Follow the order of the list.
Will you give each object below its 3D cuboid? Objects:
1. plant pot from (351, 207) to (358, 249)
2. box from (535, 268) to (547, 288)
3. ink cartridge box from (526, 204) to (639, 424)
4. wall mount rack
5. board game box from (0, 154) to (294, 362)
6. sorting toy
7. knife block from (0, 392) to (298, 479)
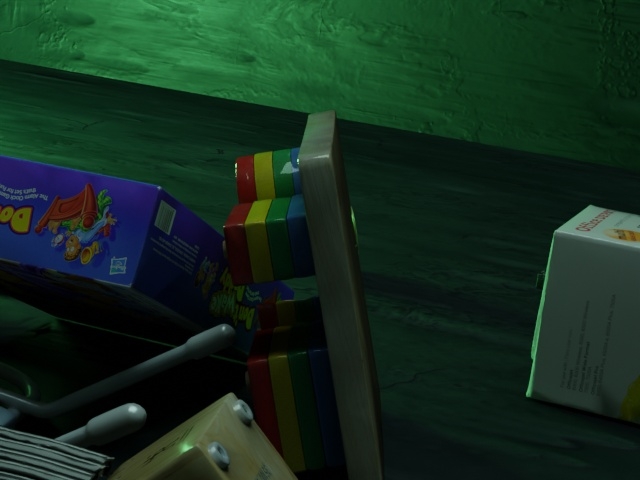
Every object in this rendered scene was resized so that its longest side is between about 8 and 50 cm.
[{"bbox_3d":[0.000,0.000,1.755,0.079,0.083,0.083,-5,14,-7],"label":"plant pot"},{"bbox_3d":[0.319,0.054,1.825,0.083,0.018,0.067,13,13,23],"label":"box"},{"bbox_3d":[0.334,0.077,1.370,0.233,0.168,0.171,12,13,21],"label":"ink cartridge box"},{"bbox_3d":[-0.240,0.100,0.998,0.304,0.130,0.350,16,14,9],"label":"wall mount rack"},{"bbox_3d":[-0.184,0.018,1.220,0.233,0.078,0.347,12,-11,18],"label":"board game box"},{"bbox_3d":[-0.013,0.045,1.137,0.089,0.257,0.255,-9,12,3],"label":"sorting toy"},{"bbox_3d":[-0.106,0.204,0.755,0.275,0.242,0.088,53,14,-4],"label":"knife block"}]
